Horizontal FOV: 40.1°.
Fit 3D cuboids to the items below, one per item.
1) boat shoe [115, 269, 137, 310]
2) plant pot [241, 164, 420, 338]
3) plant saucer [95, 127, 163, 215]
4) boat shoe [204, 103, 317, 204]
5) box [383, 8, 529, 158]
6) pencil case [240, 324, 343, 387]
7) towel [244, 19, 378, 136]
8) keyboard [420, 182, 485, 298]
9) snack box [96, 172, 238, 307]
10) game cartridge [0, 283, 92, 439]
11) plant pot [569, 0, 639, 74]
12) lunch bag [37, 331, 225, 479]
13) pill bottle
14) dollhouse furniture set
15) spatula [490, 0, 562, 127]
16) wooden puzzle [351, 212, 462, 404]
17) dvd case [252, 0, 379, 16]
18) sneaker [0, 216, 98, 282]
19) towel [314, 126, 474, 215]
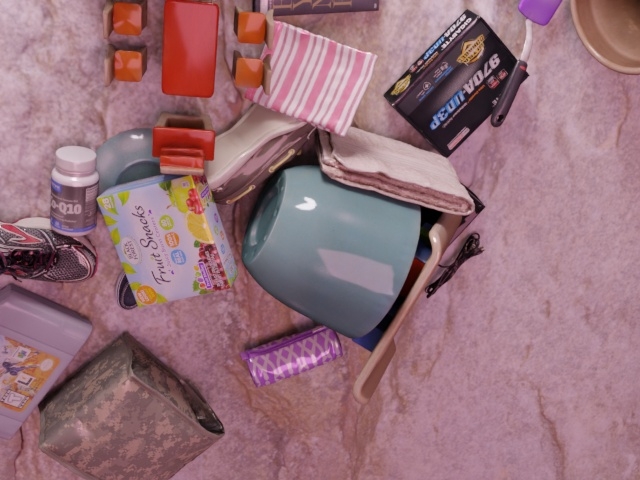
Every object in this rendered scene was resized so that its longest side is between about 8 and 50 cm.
[{"bbox_3d":[-0.316,0.066,1.588,0.065,0.083,0.183,22,110,-30],"label":"boat shoe"},{"bbox_3d":[0.000,0.000,1.558,0.235,0.293,0.293,22,111,-18],"label":"plant pot"},{"bbox_3d":[-0.306,-0.098,1.521,0.195,0.037,0.195,-9,122,-15],"label":"plant saucer"},{"bbox_3d":[-0.085,-0.177,1.518,0.305,0.109,0.091,-38,141,-1],"label":"boat shoe"},{"bbox_3d":[0.250,-0.284,1.610,0.220,0.051,0.175,-45,125,9],"label":"box"},{"bbox_3d":[-0.054,0.228,1.784,0.206,0.086,0.088,-22,138,-7],"label":"pencil case"},{"bbox_3d":[-0.018,-0.267,1.440,0.144,0.197,0.029,-68,161,7],"label":"towel"},{"bbox_3d":[0.214,0.028,1.800,0.201,0.033,0.317,36,104,-30],"label":"keyboard"},{"bbox_3d":[-0.253,-0.005,1.471,0.174,0.070,0.207,-11,108,13],"label":"snack box"},{"bbox_3d":[-0.583,0.226,1.605,0.198,0.062,0.297,29,107,-36],"label":"game cartridge"},{"bbox_3d":[0.616,-0.446,1.558,0.229,0.263,0.263,-21,127,-31],"label":"plant pot"},{"bbox_3d":[-0.359,0.360,1.700,0.235,0.169,0.287,-39,121,5],"label":"lunch bag"},{"bbox_3d":[-0.411,-0.083,1.465,0.078,0.078,0.137,-1,120,-20],"label":"pill bottle"},{"bbox_3d":[-0.207,-0.247,1.374,0.262,0.135,0.259,2,120,-8],"label":"dollhouse furniture set"},{"bbox_3d":[0.366,-0.344,1.577,0.084,0.030,0.296,20,91,-32],"label":"spatula"},{"bbox_3d":[0.152,0.100,1.653,0.080,0.322,0.348,27,109,8],"label":"wooden puzzle"},{"bbox_3d":[-0.002,-0.452,1.433,0.221,0.018,0.164,-7,122,-16],"label":"dvd case"},{"bbox_3d":[-0.522,0.023,1.468,0.299,0.112,0.121,14,114,-28],"label":"sneaker"},{"bbox_3d":[0.125,-0.133,1.546,0.282,0.187,0.049,15,118,-16],"label":"towel"}]
